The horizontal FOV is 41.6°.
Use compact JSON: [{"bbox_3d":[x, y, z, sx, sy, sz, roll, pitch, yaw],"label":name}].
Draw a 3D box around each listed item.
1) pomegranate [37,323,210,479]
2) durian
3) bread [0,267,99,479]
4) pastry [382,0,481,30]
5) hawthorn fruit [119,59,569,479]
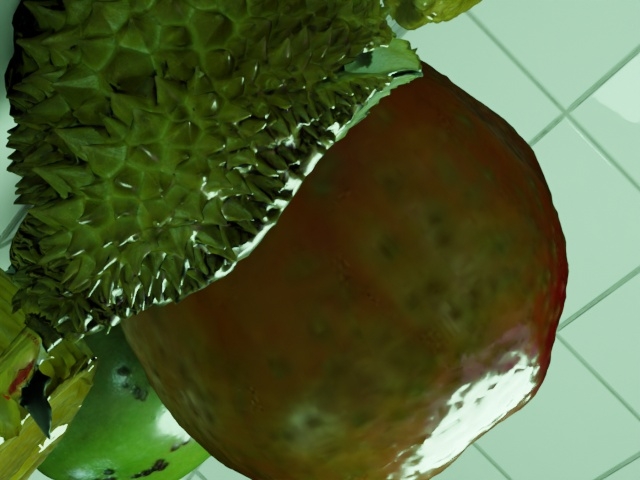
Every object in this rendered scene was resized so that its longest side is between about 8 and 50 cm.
[{"bbox_3d":[-0.242,0.168,0.916,0.323,0.291,0.291,-38,-179,-12],"label":"pomegranate"},{"bbox_3d":[-0.083,-0.044,0.381,0.237,0.138,0.193,-47,-172,-19],"label":"durian"},{"bbox_3d":[-0.258,0.125,0.499,0.227,0.142,0.253,-43,180,15],"label":"bread"},{"bbox_3d":[0.161,-0.348,0.946,0.235,0.132,0.240,-37,176,0],"label":"pastry"},{"bbox_3d":[0.000,0.000,0.715,0.403,0.403,0.403,-45,-177,3],"label":"hawthorn fruit"}]
